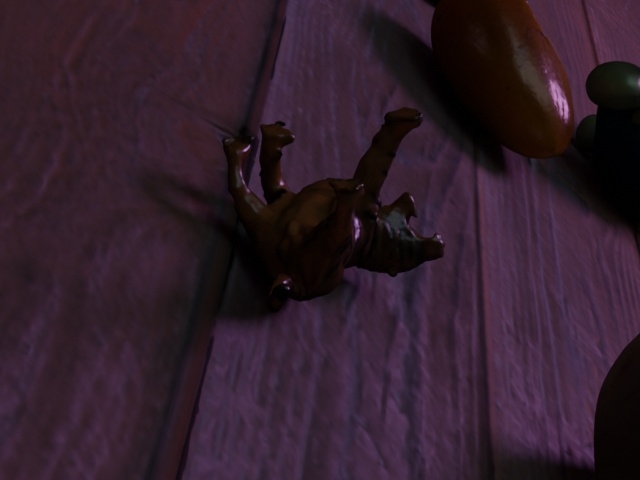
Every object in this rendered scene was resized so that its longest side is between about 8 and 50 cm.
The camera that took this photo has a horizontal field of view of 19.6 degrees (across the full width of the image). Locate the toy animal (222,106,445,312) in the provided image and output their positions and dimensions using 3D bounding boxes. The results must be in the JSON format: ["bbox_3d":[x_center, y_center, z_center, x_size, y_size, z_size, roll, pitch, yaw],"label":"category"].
[{"bbox_3d":[-0.008,0.000,1.120,0.255,0.114,0.116,-47,135,-65],"label":"toy animal"}]

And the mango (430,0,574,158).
[{"bbox_3d":[0.170,-0.156,1.731,0.217,0.102,0.141,65,4,36],"label":"mango"}]

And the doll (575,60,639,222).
[{"bbox_3d":[0.398,-0.098,1.946,0.322,0.186,0.198,-2,17,-42],"label":"doll"}]

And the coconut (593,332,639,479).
[{"bbox_3d":[0.287,0.141,1.245,0.224,0.224,0.224,39,21,-18],"label":"coconut"}]
